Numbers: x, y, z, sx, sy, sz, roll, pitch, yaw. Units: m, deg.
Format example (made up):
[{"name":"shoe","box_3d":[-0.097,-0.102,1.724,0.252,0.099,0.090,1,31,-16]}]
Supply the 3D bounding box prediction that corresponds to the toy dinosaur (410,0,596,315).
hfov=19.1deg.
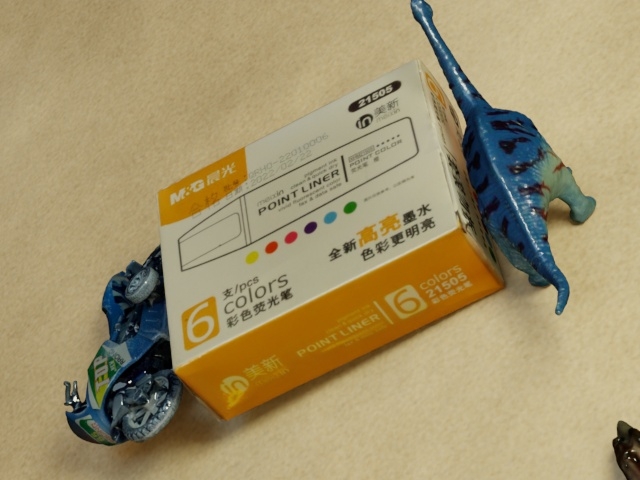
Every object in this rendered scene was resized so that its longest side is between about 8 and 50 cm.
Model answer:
[{"name":"toy dinosaur","box_3d":[0.152,-0.048,1.459,0.076,0.144,0.329,-30,54,16]}]

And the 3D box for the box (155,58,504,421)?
[{"name":"box","box_3d":[0.000,0.000,1.566,0.274,0.091,0.221,-28,42,14]}]

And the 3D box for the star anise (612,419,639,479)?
[{"name":"star anise","box_3d":[0.237,0.189,1.192,0.288,0.088,0.288,-24,33,16]}]

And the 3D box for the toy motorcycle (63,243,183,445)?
[{"name":"toy motorcycle","box_3d":[-0.160,0.096,1.661,0.135,0.092,0.254,-38,29,28]}]
